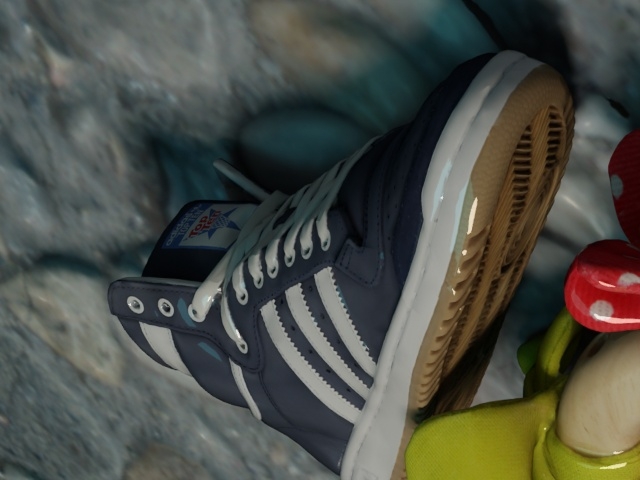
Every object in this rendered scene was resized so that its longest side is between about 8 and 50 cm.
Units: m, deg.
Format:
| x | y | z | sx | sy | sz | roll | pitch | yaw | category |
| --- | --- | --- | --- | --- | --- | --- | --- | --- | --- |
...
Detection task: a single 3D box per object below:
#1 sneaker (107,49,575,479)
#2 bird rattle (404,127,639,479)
| x | y | z | sx | sy | sz | roll | pitch | yaw | category |
| --- | --- | --- | --- | --- | --- | --- | --- | --- | --- |
| 0.000 | 0.000 | 0.795 | 0.153 | 0.099 | 0.282 | 32 | 148 | 13 | sneaker |
| 0.155 | 0.063 | 0.726 | 0.207 | 0.143 | 0.253 | 33 | 134 | -6 | bird rattle |
